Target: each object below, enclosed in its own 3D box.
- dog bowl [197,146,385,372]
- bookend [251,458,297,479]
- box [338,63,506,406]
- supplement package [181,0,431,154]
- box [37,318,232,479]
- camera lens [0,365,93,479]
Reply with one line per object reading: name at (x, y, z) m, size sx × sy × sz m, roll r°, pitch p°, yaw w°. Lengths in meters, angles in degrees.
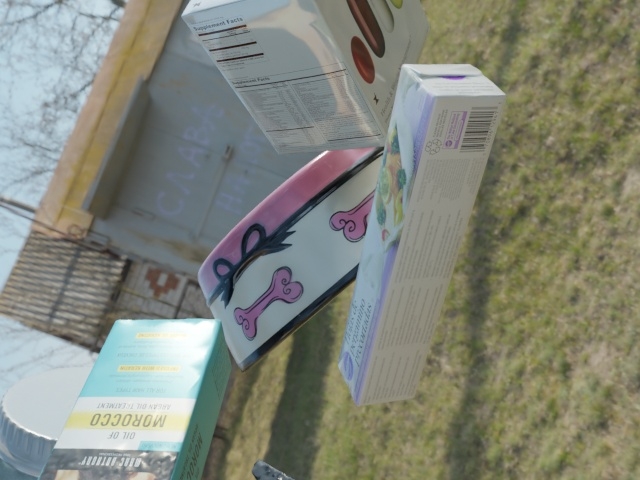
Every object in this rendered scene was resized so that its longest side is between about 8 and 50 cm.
dog bowl at (0.000, 0.000, 1.049) m, size 0.408 × 0.150 × 0.408 m, roll -41°, pitch -4°, yaw -3°
bookend at (-0.025, 0.233, 0.425) m, size 0.156 × 0.072 × 0.157 m, roll 11°, pitch 46°, yaw 46°
box at (0.077, 0.008, 0.639) m, size 0.063 × 0.067 × 0.324 m, roll -118°, pitch 30°, yaw -50°
supplement package at (-0.001, -0.233, 0.782) m, size 0.149 × 0.203 × 0.194 m, roll -1°, pitch 53°, yaw 32°
box at (-0.144, 0.162, 0.562) m, size 0.244 × 0.100 × 0.060 m, roll -81°, pitch -13°, yaw -54°
camera lens at (-0.289, 0.318, 0.886) m, size 0.219 × 0.219 × 0.274 m, roll -108°, pitch 27°, yaw -76°
